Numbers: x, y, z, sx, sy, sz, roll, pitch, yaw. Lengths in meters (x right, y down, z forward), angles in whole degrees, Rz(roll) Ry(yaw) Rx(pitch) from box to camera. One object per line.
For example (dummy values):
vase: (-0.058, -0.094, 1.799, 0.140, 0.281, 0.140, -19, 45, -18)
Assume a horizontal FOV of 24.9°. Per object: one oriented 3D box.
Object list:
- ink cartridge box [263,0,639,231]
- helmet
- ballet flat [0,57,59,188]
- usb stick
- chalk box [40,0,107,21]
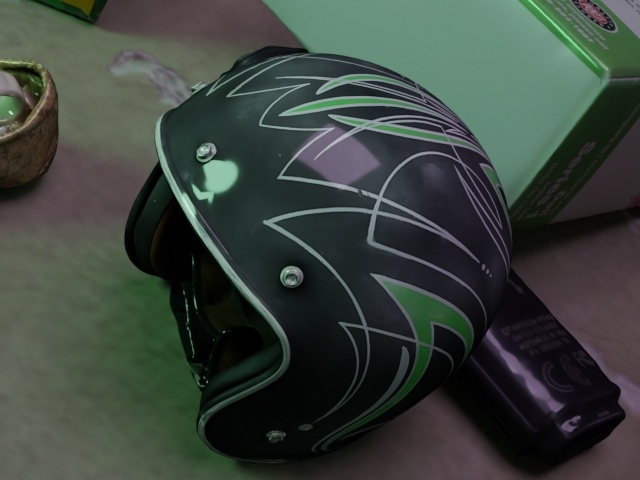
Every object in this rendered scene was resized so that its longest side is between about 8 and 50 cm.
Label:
ink cartridge box: (0.137, -0.121, 0.848, 0.278, 0.117, 0.201, -9, 52, -50)
helmet: (0.000, 0.000, 0.623, 0.169, 0.161, 0.169, 17, 40, -15)
ballet flat: (-0.208, -0.056, 0.634, 0.206, 0.067, 0.073, -10, 53, -38)
usb stick: (0.047, -0.001, 0.749, 0.077, 0.045, 0.278, -9, 51, -49)
chalk box: (-0.156, -0.298, 0.846, 0.179, 0.180, 0.289, 21, 40, -10)
